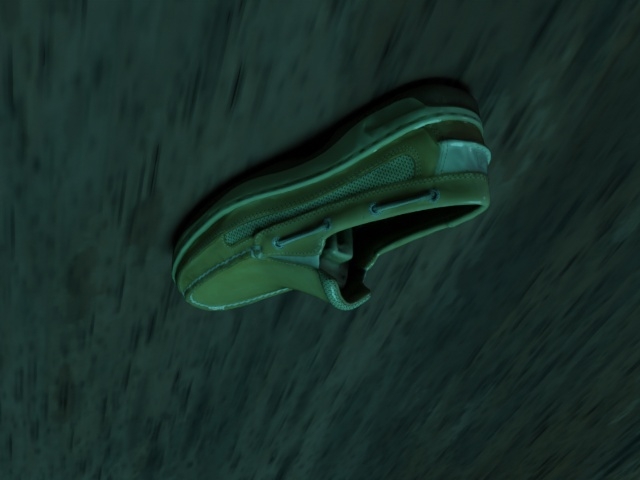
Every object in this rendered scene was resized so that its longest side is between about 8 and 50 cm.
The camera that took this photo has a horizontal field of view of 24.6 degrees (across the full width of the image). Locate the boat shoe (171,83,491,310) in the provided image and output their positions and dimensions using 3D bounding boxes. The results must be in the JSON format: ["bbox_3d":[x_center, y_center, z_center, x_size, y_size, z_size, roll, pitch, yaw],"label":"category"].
[{"bbox_3d":[0.000,0.000,0.688,0.068,0.072,0.190,10,148,-43],"label":"boat shoe"}]
